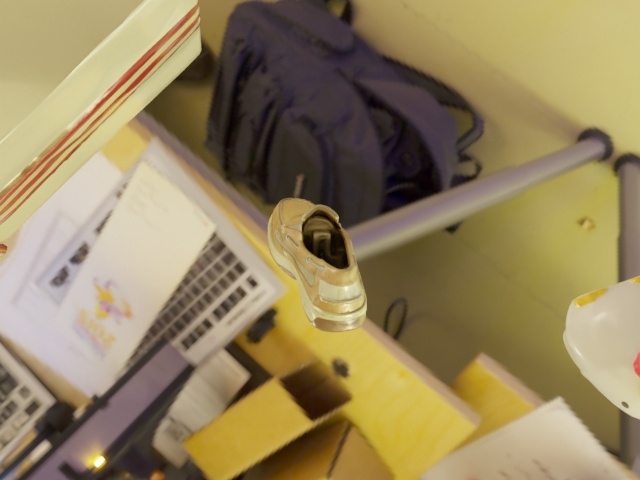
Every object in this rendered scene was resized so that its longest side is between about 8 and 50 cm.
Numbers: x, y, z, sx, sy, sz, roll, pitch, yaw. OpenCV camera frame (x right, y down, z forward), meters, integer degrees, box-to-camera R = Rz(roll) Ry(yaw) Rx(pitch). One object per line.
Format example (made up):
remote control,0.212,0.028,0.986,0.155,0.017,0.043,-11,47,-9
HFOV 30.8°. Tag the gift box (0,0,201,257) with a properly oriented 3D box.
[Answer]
gift box,-0.235,-0.117,0.595,0.255,0.276,0.258,44,86,3

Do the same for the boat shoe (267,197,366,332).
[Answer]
boat shoe,0.000,0.000,1.001,0.068,0.190,0.072,-9,121,-16

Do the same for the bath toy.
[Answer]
bath toy,0.359,0.050,0.863,0.348,0.151,0.129,-20,82,11
